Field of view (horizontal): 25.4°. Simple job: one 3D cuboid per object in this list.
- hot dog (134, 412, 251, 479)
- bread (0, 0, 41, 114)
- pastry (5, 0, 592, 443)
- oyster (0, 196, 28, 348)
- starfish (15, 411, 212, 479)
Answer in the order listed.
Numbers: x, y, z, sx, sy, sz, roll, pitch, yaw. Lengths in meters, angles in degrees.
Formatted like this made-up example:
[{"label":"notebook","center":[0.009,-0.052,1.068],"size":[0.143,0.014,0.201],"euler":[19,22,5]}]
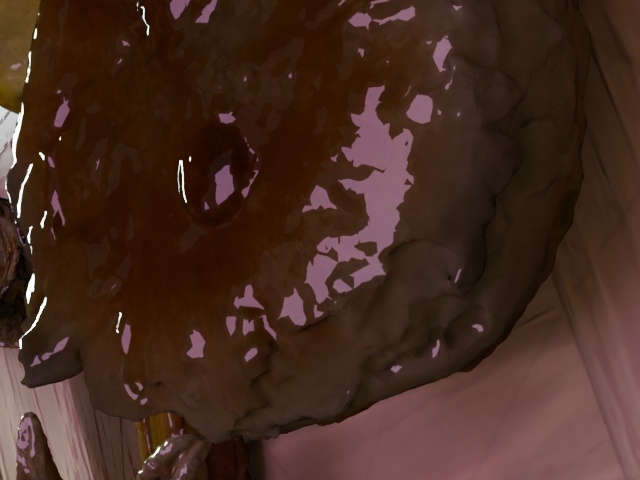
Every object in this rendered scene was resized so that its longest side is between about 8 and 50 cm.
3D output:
[{"label":"hot dog","center":[-0.081,0.093,0.839],"size":[0.087,0.061,0.286],"euler":[8,104,47]},{"label":"bread","center":[-0.207,-0.192,0.925],"size":[0.174,0.251,0.133],"euler":[-44,16,50]},{"label":"pastry","center":[-0.012,-0.057,0.637],"size":[0.329,0.136,0.330],"euler":[-8,78,44]},{"label":"oyster","center":[-0.252,0.037,1.083],"size":[0.177,0.056,0.105],"euler":[-56,45,42]},{"label":"starfish","center":[-0.072,0.269,0.786],"size":[0.375,0.094,0.327],"euler":[49,115,7]}]
